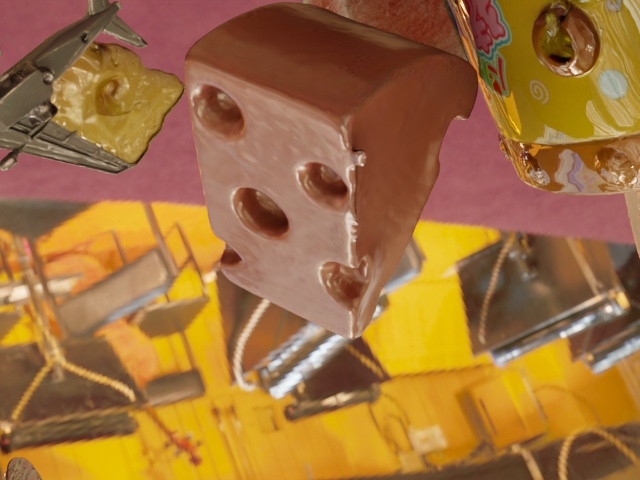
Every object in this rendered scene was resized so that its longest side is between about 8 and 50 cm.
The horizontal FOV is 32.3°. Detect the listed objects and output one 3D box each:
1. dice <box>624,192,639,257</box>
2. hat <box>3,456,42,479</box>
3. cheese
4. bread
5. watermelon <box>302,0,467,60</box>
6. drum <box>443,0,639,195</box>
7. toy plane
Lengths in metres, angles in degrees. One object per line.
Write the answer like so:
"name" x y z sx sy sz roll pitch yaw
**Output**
"dice" 0.493 -0.045 1.108 0.304 0.304 0.277 -14 165 -1
"hat" -0.259 0.222 0.904 0.042 0.087 0.058 -6 164 15
"cheese" 0.021 -0.073 0.725 0.177 0.128 0.203 -50 151 -33
"bread" -0.317 -0.207 1.568 0.233 0.088 0.160 23 99 -53
"watermelon" 0.078 -0.270 1.302 0.213 0.201 0.261 5 110 -6
"drum" 0.288 -0.212 0.746 0.431 0.214 0.431 -22 -166 5
"toy plane" -0.224 -0.110 0.808 0.226 0.058 0.226 -50 130 -24
